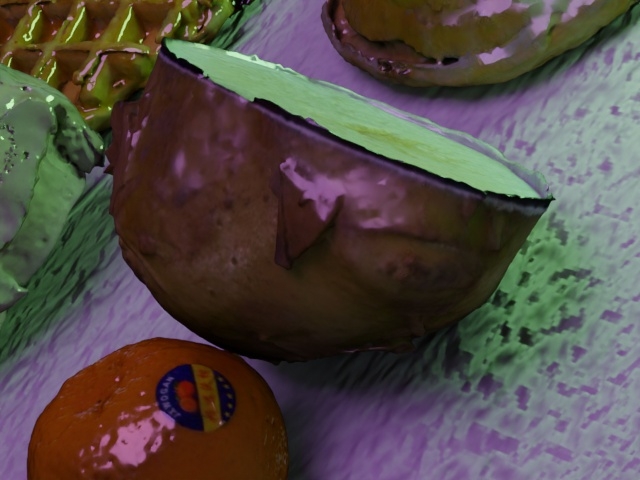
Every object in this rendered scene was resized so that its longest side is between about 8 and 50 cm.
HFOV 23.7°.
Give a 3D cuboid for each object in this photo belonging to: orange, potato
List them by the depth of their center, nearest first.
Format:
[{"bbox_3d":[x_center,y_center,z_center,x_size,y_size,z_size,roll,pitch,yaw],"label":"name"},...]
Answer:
[{"bbox_3d":[-0.105,0.147,0.997,0.177,0.155,0.178,-17,40,15],"label":"orange"},{"bbox_3d":[0.000,0.000,1.027,0.299,0.246,0.196,26,106,36],"label":"potato"}]

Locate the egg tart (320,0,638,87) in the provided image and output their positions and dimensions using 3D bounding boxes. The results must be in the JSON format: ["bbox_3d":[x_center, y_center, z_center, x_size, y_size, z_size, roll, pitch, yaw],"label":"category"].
[{"bbox_3d":[0.139,-0.274,1.230,0.345,0.132,0.345,-21,41,19],"label":"egg tart"}]

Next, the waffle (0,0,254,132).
[{"bbox_3d":[-0.224,-0.245,1.524,0.379,0.095,0.382,-35,41,3],"label":"waffle"}]

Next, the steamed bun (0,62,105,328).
[{"bbox_3d":[-0.391,-0.045,1.294,0.394,0.237,0.347,-34,50,24],"label":"steamed bun"}]
